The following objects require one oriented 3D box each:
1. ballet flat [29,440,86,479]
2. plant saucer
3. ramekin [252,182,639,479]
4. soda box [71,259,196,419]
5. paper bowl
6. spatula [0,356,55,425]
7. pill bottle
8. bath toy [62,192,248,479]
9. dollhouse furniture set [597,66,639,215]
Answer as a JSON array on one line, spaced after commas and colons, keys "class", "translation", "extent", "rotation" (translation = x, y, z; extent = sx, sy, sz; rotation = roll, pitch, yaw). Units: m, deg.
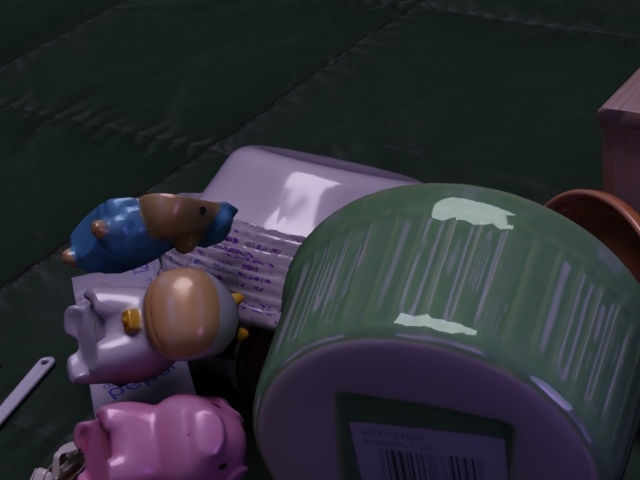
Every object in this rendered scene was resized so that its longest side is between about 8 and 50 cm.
[{"class": "ballet flat", "translation": [-0.233, 0.208, 1.262], "extent": [0.041, 0.041, 0.114], "rotation": [11, 36, 30]}, {"class": "plant saucer", "translation": [0.247, 0.053, 1.256], "extent": [0.037, 0.200, 0.200], "rotation": [-10, 28, -28]}, {"class": "ramekin", "translation": [0.096, 0.120, 1.087], "extent": [0.303, 0.303, 0.148], "rotation": [3, 40, 19]}, {"class": "soda box", "translation": [-0.164, 0.131, 1.319], "extent": [0.091, 0.098, 0.286], "rotation": [-13, 31, -8]}, {"class": "paper bowl", "translation": [0.000, 0.000, 1.336], "extent": [0.284, 0.148, 0.284], "rotation": [13, 6, -1]}, {"class": "spatula", "translation": [-0.372, 0.172, 1.377], "extent": [0.168, 0.019, 0.242], "rotation": [3, 32, 21]}, {"class": "pill bottle", "translation": [-0.029, 0.114, 1.324], "extent": [0.152, 0.086, 0.086], "rotation": [16, 38, 35]}, {"class": "bath toy", "translation": [-0.114, 0.143, 1.120], "extent": [0.129, 0.348, 0.151], "rotation": [5, -17, -32]}, {"class": "dollhouse furniture set", "translation": [0.459, -0.010, 1.245], "extent": [0.394, 0.256, 0.362], "rotation": [13, 37, 32]}]
